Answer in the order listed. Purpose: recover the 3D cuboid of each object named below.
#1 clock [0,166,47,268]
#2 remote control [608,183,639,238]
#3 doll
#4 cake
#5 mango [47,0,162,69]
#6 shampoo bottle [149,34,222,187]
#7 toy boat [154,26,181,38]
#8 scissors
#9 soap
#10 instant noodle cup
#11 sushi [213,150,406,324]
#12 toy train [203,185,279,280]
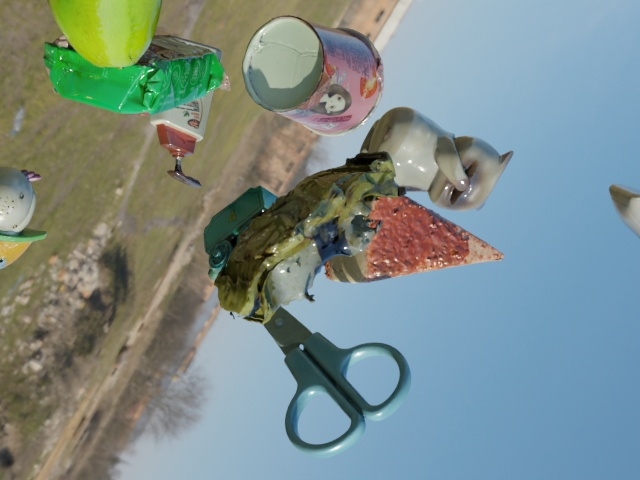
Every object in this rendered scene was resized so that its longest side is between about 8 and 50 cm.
[{"bbox_3d":[-0.481,-0.052,1.064,0.103,0.231,0.144,31,-80,62],"label":"clock"},{"bbox_3d":[0.485,0.035,0.966,0.055,0.313,0.109,-53,-176,11],"label":"remote control"},{"bbox_3d":[0.280,-0.203,2.006,0.226,0.370,0.215,-54,167,-66],"label":"doll"},{"bbox_3d":[0.135,0.028,1.220,0.160,0.262,0.158,-65,-161,-9],"label":"cake"},{"bbox_3d":[-0.206,-0.271,0.744,0.111,0.125,0.233,-55,162,-38],"label":"mango"},{"bbox_3d":[-0.271,-0.251,1.559,0.071,0.153,0.284,0,-95,45],"label":"shampoo bottle"},{"bbox_3d":[-0.396,-0.438,1.811,0.188,0.061,0.116,-17,121,-63],"label":"toy boat"},{"bbox_3d":[-0.042,0.148,1.198,0.192,0.029,0.447,-38,-141,-10],"label":"scissors"},{"bbox_3d":[-0.279,-0.271,1.245,0.273,0.217,0.098,-59,162,-69],"label":"soap"},{"bbox_3d":[-0.019,-0.346,1.651,0.243,0.243,0.231,-58,157,17],"label":"instant noodle cup"},{"bbox_3d":[-0.004,-0.006,0.988,0.291,0.131,0.139,-38,-158,-26],"label":"sushi"},{"bbox_3d":[-0.138,-0.006,1.498,0.198,0.107,0.154,-35,-136,26],"label":"toy train"}]
